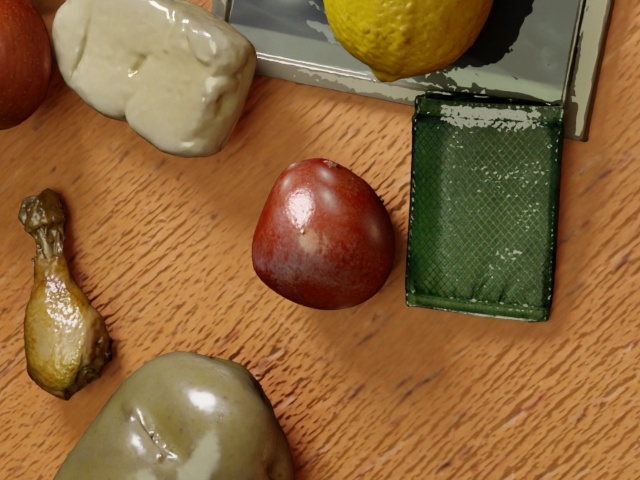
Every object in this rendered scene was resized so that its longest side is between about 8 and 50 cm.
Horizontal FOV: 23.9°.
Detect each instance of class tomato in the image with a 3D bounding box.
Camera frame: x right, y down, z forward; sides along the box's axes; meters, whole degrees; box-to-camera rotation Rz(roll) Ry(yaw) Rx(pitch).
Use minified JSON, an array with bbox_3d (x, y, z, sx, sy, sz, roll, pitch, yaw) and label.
[{"bbox_3d":[0.000,0.000,1.613,0.167,0.167,0.167,3,97,22],"label":"tomato"}]

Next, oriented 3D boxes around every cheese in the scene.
[{"bbox_3d":[-0.188,-0.203,1.681,0.263,0.093,0.159,33,113,28],"label":"cheese"}]

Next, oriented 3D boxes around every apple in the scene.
[{"bbox_3d":[-0.405,-0.220,1.704,0.210,0.235,0.173,15,99,-3],"label":"apple"}]

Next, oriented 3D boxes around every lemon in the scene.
[{"bbox_3d":[0.091,-0.258,1.505,0.181,0.180,0.193,-6,94,23],"label":"lemon"}]

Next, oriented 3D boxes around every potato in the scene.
[{"bbox_3d":[-0.164,0.281,1.674,0.243,0.221,0.326,34,97,5],"label":"potato"}]

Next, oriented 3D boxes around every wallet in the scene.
[{"bbox_3d":[0.171,-0.035,1.584,0.160,0.055,0.236,8,110,20],"label":"wallet"}]

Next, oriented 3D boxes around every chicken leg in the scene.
[{"bbox_3d":[-0.312,0.063,1.786,0.107,0.087,0.251,-13,85,12],"label":"chicken leg"}]

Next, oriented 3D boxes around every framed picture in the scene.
[{"bbox_3d":[0.098,-0.304,1.602,0.446,0.028,0.326,13,101,21],"label":"framed picture"}]
